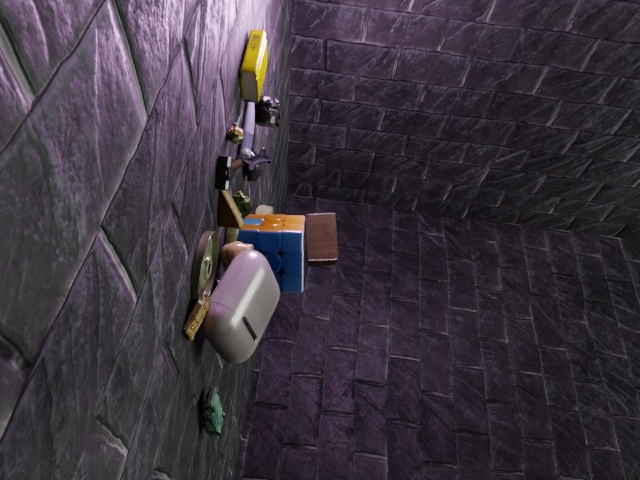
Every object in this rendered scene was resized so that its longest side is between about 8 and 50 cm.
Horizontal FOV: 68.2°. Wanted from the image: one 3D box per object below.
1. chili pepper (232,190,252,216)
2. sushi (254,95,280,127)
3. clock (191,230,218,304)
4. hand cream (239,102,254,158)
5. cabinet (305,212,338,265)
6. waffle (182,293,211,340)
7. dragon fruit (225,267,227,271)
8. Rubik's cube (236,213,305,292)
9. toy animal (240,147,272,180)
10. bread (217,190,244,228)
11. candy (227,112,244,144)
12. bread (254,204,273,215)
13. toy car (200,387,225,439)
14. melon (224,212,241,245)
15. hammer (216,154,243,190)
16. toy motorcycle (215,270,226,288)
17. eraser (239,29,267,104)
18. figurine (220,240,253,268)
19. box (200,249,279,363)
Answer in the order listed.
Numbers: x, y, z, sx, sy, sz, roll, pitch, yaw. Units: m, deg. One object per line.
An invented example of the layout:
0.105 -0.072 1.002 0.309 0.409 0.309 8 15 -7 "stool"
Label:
-0.312 -0.135 1.918 0.204 0.072 0.073 97 -1 -76 "chili pepper"
-0.233 -0.554 2.035 0.225 0.123 0.127 -83 -179 -81 "sushi"
-0.359 0.087 1.488 0.235 0.029 0.235 -172 -90 -90 "clock"
-0.286 -0.451 1.869 0.079 0.048 0.256 118 -24 -74 "hand cream"
0.000 0.000 2.184 0.175 0.148 0.216 95 -8 -80 "cabinet"
-0.367 0.226 1.412 0.092 0.021 0.135 96 14 -62 "waffle"
-0.352 0.138 1.898 0.190 0.094 0.094 -52 158 -45 "dragon fruit"
-0.217 0.053 2.144 0.291 0.291 0.291 -90 -179 -73 "Rubik's cube"
-0.299 -0.320 1.997 0.117 0.121 0.210 55 -24 1 "toy animal"
-0.307 -0.118 1.644 0.074 0.084 0.140 -80 178 -72 "bread"
-0.292 -0.404 1.668 0.201 0.060 0.061 -94 -171 -50 "candy"
-0.313 -0.119 2.563 0.156 0.102 0.110 -71 -179 -66 "bread"
-0.413 0.654 1.791 0.090 0.076 0.225 -81 171 -57 "toy car"
-0.347 -0.024 1.833 0.098 0.054 0.183 -164 -98 -74 "melon"
-0.312 -0.260 1.687 0.365 0.043 0.111 -89 -174 -75 "hammer"
-0.351 0.230 1.755 0.150 0.102 0.221 -122 -143 -56 "toy motorcycle"
-0.247 -0.647 1.758 0.158 0.069 0.226 96 1 -62 "eraser"
-0.303 0.055 1.804 0.196 0.114 0.108 -13 101 -78 "figurine"
-0.267 0.226 1.632 0.289 0.141 0.349 75 33 -47 "box"
